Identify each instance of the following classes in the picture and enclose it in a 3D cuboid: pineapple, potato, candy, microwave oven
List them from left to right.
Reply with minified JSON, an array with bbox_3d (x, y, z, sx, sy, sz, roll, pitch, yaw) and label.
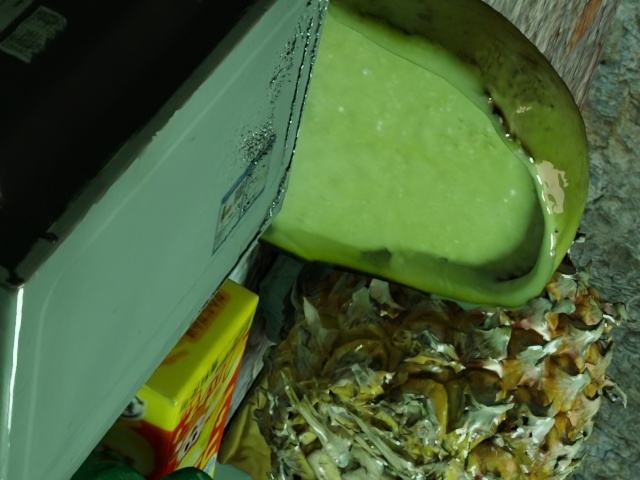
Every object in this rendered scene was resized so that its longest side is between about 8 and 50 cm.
[{"bbox_3d":[-0.144,-0.038,0.943,0.295,0.181,0.237,-53,163,-42],"label":"microwave oven"},{"bbox_3d":[-0.139,0.154,1.640,0.146,0.088,0.276,-54,167,-43],"label":"candy"},{"bbox_3d":[0.108,0.138,1.910,0.300,0.352,0.352,-51,164,-47],"label":"pineapple"},{"bbox_3d":[0.122,-0.103,1.739,0.213,0.280,0.330,-51,162,-37],"label":"potato"}]

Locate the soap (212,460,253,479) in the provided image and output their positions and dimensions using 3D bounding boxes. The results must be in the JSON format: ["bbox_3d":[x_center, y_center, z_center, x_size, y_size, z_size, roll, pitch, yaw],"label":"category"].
[{"bbox_3d":[-0.115,0.358,2.023,0.087,0.159,0.265,-45,160,-53],"label":"soap"}]

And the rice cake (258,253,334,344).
[{"bbox_3d":[0.000,0.000,2.027,0.198,0.037,0.189,-59,167,-19],"label":"rice cake"}]

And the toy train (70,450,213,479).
[{"bbox_3d":[-0.165,0.297,1.445,0.249,0.178,0.429,-38,163,9],"label":"toy train"}]

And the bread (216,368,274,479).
[{"bbox_3d":[-0.027,0.236,2.160,0.288,0.152,0.119,-58,162,-25],"label":"bread"}]
